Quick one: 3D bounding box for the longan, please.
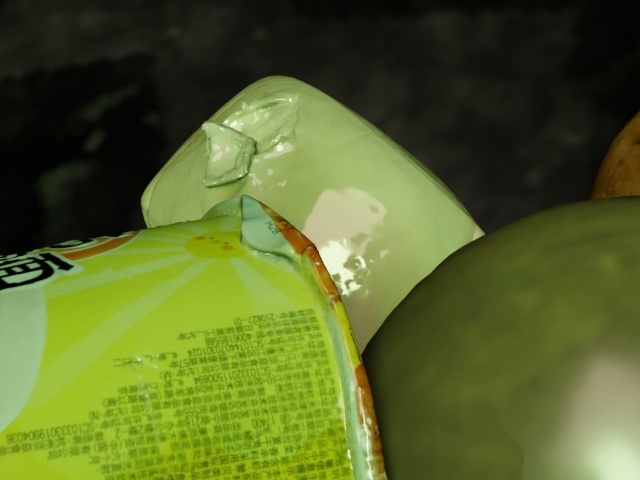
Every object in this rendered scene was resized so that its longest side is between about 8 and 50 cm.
[{"bbox_3d":[0.149,0.122,0.439,0.300,0.300,0.243,-17,23,4],"label":"longan"}]

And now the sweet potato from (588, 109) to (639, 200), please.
[{"bbox_3d":[0.229,-0.038,0.599,0.359,0.112,0.112,-40,61,-6],"label":"sweet potato"}]

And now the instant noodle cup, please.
[{"bbox_3d":[-0.116,0.117,0.436,0.200,0.264,0.264,-6,55,-26],"label":"instant noodle cup"}]

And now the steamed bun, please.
[{"bbox_3d":[0.000,0.000,0.605,0.170,0.152,0.239,-42,58,-10],"label":"steamed bun"}]
